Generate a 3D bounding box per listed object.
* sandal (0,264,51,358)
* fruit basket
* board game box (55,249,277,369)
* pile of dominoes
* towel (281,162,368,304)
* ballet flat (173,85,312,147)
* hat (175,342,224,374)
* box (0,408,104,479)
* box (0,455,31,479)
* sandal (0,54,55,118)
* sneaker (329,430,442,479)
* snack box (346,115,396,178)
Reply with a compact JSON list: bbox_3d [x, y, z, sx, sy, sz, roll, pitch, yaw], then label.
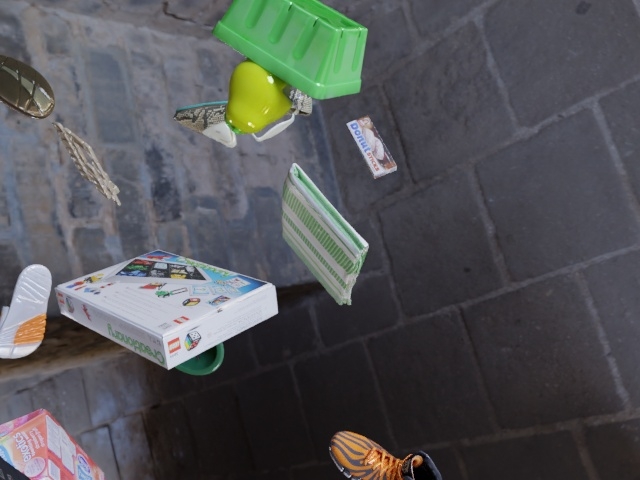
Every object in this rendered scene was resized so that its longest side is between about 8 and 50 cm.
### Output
[{"bbox_3d":[-0.717,0.165,1.521,0.076,0.102,0.265,40,112,47],"label":"sandal"},{"bbox_3d":[-0.104,-0.447,1.635,0.392,0.283,0.391,11,112,29],"label":"fruit basket"},{"bbox_3d":[-0.238,0.089,0.942,0.305,0.193,0.053,12,116,43],"label":"board game box"},{"bbox_3d":[-0.618,-0.216,1.683,0.196,0.040,0.251,36,154,26],"label":"pile of dominoes"},{"bbox_3d":[0.000,0.000,1.340,0.248,0.038,0.325,49,162,16],"label":"towel"},{"bbox_3d":[-0.258,-0.423,2.159,0.483,0.164,0.181,-16,89,-2],"label":"ballet flat"},{"bbox_3d":[-0.335,0.242,1.714,0.209,0.183,0.173,31,113,-1],"label":"hat"},{"bbox_3d":[-0.541,0.486,1.229,0.299,0.142,0.154,79,168,-46],"label":"box"},{"bbox_3d":[-0.352,0.445,0.546,0.480,0.297,0.471,48,158,29],"label":"box"},{"bbox_3d":[-0.553,-0.269,1.055,0.060,0.219,0.090,-53,15,53],"label":"sandal"},{"bbox_3d":[0.178,0.556,1.555,0.321,0.124,0.180,30,139,12],"label":"sneaker"},{"bbox_3d":[0.133,-0.246,1.639,0.022,0.064,0.178,79,167,-65],"label":"snack box"}]
